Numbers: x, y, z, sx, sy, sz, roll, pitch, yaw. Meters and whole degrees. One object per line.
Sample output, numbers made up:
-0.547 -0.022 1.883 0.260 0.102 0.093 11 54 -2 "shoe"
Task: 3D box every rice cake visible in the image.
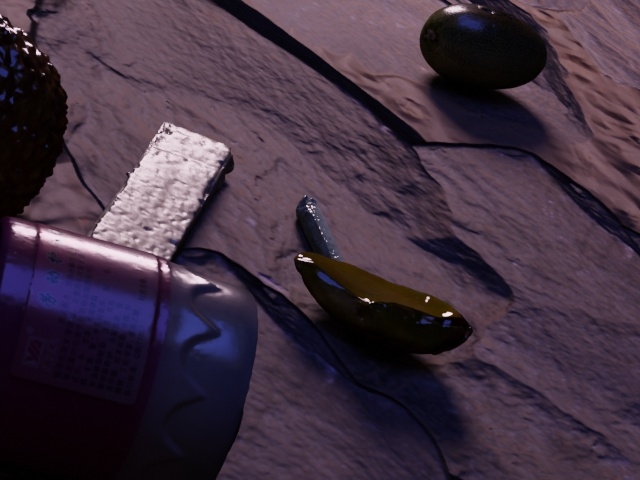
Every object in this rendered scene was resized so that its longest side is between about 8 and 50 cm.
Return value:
0.000 0.000 1.817 0.022 0.022 0.121 18 29 -29 "rice cake"

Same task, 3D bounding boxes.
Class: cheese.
-0.157 -0.009 1.701 0.085 0.034 0.400 25 29 1 "cheese"

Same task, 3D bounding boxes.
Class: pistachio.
0.050 0.065 1.725 0.173 0.049 0.089 22 15 3 "pistachio"

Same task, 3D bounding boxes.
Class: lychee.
-0.300 -0.099 1.600 0.194 0.194 0.194 19 30 -11 "lychee"

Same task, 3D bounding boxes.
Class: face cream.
-0.162 0.089 1.396 0.195 0.175 0.175 15 31 -14 "face cream"

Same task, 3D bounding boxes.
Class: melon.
0.192 -0.225 2.254 0.162 0.099 0.099 10 33 -29 "melon"
